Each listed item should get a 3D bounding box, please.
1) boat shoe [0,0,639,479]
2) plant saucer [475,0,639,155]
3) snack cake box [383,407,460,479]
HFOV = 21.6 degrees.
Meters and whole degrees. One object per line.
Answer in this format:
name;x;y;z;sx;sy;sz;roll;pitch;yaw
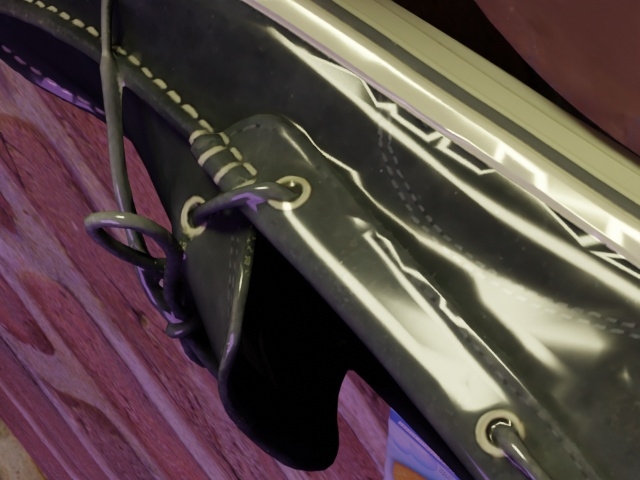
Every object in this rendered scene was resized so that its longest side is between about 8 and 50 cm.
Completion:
boat shoe;0.000;0.000;0.657;0.500;0.156;0.187;35;173;30
plant saucer;0.107;-0.104;0.456;0.278;0.041;0.278;40;157;20
snack cake box;0.152;0.162;0.775;0.264;0.089;0.152;41;158;20
